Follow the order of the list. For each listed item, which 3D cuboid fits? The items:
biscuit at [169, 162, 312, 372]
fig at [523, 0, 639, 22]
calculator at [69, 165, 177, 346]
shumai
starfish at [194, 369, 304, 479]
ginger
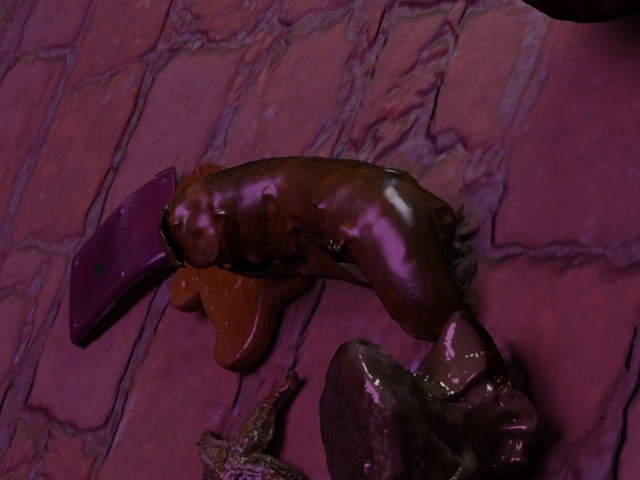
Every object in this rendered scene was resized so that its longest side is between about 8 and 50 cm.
[{"bbox_3d":[-0.078,0.007,1.615,0.165,0.036,0.250,-55,36,10],"label":"biscuit"},{"bbox_3d":[0.200,-0.273,1.241,0.224,0.263,0.224,-2,84,16],"label":"fig"},{"bbox_3d":[-0.206,0.018,1.794,0.190,0.034,0.127,-40,40,33],"label":"calculator"},{"bbox_3d":[0.079,0.141,1.202,0.153,0.209,0.161,-20,43,-15],"label":"shumai"},{"bbox_3d":[-0.069,0.209,1.453,0.217,0.050,0.223,-67,26,7],"label":"starfish"},{"bbox_3d":[0.005,-0.009,1.419,0.309,0.107,0.133,8,44,41],"label":"ginger"}]
